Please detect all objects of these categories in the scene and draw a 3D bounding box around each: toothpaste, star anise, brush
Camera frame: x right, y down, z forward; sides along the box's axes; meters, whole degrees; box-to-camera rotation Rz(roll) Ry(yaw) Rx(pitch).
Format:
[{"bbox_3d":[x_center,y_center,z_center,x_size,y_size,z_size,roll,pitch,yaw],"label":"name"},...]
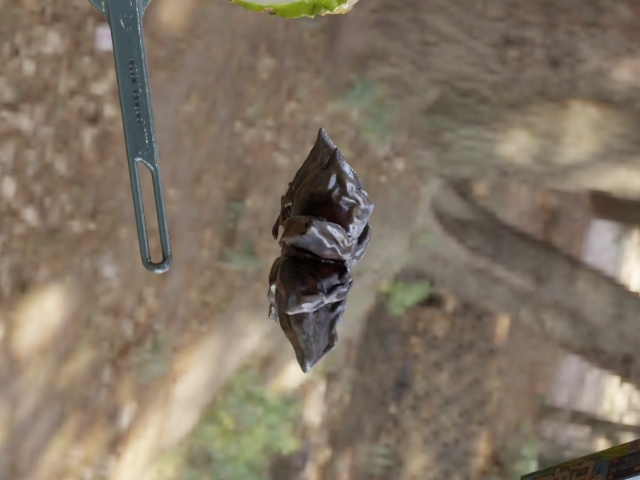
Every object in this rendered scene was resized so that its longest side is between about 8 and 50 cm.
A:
[{"bbox_3d":[0.291,0.238,1.735,0.044,0.193,0.070,41,44,-28],"label":"toothpaste"},{"bbox_3d":[0.000,0.000,1.543,0.209,0.089,0.231,114,-8,-51],"label":"star anise"},{"bbox_3d":[-0.147,-0.105,1.342,0.027,0.062,0.266,-145,-132,-76],"label":"brush"}]

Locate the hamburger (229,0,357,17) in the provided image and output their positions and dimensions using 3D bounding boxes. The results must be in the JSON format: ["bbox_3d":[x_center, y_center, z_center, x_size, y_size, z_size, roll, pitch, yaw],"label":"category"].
[{"bbox_3d":[-0.048,-0.373,1.696,0.179,0.276,0.294,-48,147,-74],"label":"hamburger"}]
